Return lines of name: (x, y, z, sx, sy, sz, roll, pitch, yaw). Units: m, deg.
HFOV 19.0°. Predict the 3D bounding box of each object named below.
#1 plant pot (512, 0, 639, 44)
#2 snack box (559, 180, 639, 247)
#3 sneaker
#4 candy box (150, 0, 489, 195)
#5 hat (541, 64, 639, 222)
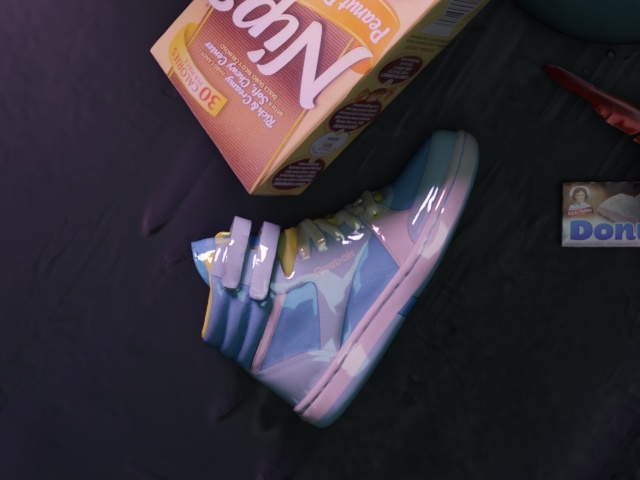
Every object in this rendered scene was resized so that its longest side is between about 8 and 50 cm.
plant pot: (0.256, -0.327, 1.694, 0.290, 0.195, 0.290, 0, 91, 16)
snack box: (0.322, -0.026, 1.858, 0.178, 0.022, 0.064, 0, 95, -1)
sneaker: (0.000, 0.000, 1.809, 0.208, 0.127, 0.319, 30, 95, -5)
candy box: (0.010, -0.209, 1.720, 0.316, 0.087, 0.183, -45, 68, 24)
hat: (0.353, -0.118, 1.778, 0.208, 0.173, 0.184, -7, 74, -21)
